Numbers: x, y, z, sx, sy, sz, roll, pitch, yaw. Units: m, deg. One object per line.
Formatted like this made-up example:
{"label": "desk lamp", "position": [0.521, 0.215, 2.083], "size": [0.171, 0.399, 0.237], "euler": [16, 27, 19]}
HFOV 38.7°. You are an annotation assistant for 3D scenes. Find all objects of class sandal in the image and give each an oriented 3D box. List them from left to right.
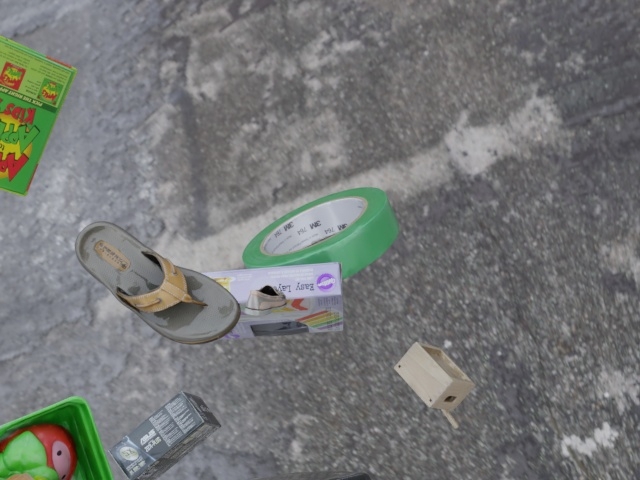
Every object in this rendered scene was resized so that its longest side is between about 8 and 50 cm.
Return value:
{"label": "sandal", "position": [-0.195, 0.045, 1.066], "size": [0.219, 0.060, 0.090], "euler": [36, 75, 8]}

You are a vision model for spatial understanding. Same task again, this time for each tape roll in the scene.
{"label": "tape roll", "position": [0.000, 0.000, 1.860], "size": [0.321, 0.077, 0.321], "euler": [-21, 19, 8]}

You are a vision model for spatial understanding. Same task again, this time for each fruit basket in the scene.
{"label": "fruit basket", "position": [-0.522, 0.514, 1.743], "size": [0.282, 0.392, 0.392], "euler": [-20, 49, -27]}

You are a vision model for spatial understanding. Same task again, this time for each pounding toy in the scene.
{"label": "pounding toy", "position": [0.228, 0.286, 1.790], "size": [0.100, 0.141, 0.130], "euler": [-51, 57, 12]}

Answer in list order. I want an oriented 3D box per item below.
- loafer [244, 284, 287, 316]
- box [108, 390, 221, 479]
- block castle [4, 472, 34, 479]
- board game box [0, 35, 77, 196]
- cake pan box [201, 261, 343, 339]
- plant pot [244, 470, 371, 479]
{"label": "loafer", "position": [-0.079, 0.085, 1.381], "size": [0.045, 0.125, 0.039], "euler": [8, 99, 15]}
{"label": "box", "position": [-0.299, 0.384, 1.778], "size": [0.180, 0.147, 0.077], "euler": [-39, 75, -3]}
{"label": "block castle", "position": [-0.289, 0.301, 0.609], "size": [0.453, 0.303, 0.213], "euler": [37, 108, 14]}
{"label": "board game box", "position": [-0.247, -0.098, 0.547], "size": [0.043, 0.181, 0.092], "euler": [27, 95, 42]}
{"label": "cake pan box", "position": [-0.080, 0.115, 1.655], "size": [0.245, 0.267, 0.070], "euler": [-2, 71, 0]}
{"label": "plant pot", "position": [-0.034, 0.303, 0.842], "size": [0.167, 0.188, 0.188], "euler": [-25, 72, 26]}
